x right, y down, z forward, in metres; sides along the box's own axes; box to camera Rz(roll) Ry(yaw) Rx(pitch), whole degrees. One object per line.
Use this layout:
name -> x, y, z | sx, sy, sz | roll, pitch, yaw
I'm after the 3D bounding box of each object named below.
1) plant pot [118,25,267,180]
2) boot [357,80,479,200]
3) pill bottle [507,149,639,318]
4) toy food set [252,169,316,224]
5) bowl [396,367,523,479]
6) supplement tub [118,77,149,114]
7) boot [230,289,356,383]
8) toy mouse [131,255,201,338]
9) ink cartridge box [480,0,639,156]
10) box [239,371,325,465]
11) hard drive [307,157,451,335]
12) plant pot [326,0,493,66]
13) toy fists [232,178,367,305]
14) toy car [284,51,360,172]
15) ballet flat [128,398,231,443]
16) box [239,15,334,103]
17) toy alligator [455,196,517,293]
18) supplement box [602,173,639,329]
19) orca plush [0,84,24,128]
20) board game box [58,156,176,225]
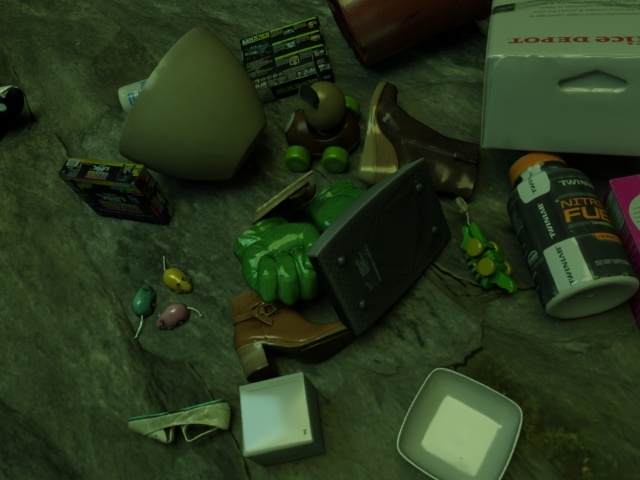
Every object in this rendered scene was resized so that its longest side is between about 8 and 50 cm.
plant pot -> -0.214, -0.223, 1.036 | 0.191, 0.284, 0.284 | 35, 70, -8
boot -> 0.184, -0.184, 1.010 | 0.206, 0.090, 0.249 | 9, 61, 5
pill bottle -> 0.361, -0.018, 0.823 | 0.130, 0.130, 0.246 | -13, 58, 7
toy food set -> -0.061, -0.062, 0.951 | 0.132, 0.192, 0.039 | -37, 94, -6
bowl -> 0.189, 0.263, 0.746 | 0.142, 0.053, 0.142 | 23, 67, 25
supplement tub -> -0.387, -0.325, 1.229 | 0.107, 0.071, 0.071 | -16, 58, 5
boot -> -0.050, 0.125, 0.881 | 0.197, 0.073, 0.152 | -19, 51, -3
toy mouse -> -0.286, 0.113, 0.969 | 0.161, 0.031, 0.143 | 34, 73, 28
ink cartridge box -> 0.424, -0.317, 0.902 | 0.285, 0.166, 0.395 | 6, 45, 17
box -> -0.055, 0.259, 0.790 | 0.101, 0.087, 0.102 | -14, 58, 6
hard drive -> 0.094, 0.003, 0.846 | 0.254, 0.172, 0.054 | -42, 31, -27
plant pot -> 0.156, -0.503, 1.098 | 0.265, 0.272, 0.272 | -28, 57, 6
toy fists -> 0.000, 0.000, 0.900 | 0.279, 0.096, 0.142 | -30, 62, -25
toy car -> -0.010, -0.243, 1.014 | 0.148, 0.188, 0.155 | 4, 61, 16
ballet flat -> -0.218, 0.284, 0.839 | 0.168, 0.057, 0.052 | -14, 68, 7
box -> -0.077, -0.399, 1.210 | 0.190, 0.045, 0.184 | -16, 55, 6
toy alligator -> 0.250, 0.015, 0.881 | 0.051, 0.056, 0.190 | -48, 50, 33
supplement box -> 0.492, 0.019, 0.778 | 0.111, 0.114, 0.220 | -10, 60, 10
orca plush -> -0.815, -0.270, 1.291 | 0.287, 0.151, 0.102 | -14, 89, 2
board game box -> -0.385, -0.093, 1.050 | 0.170, 0.141, 0.048 | 8, 61, 18
